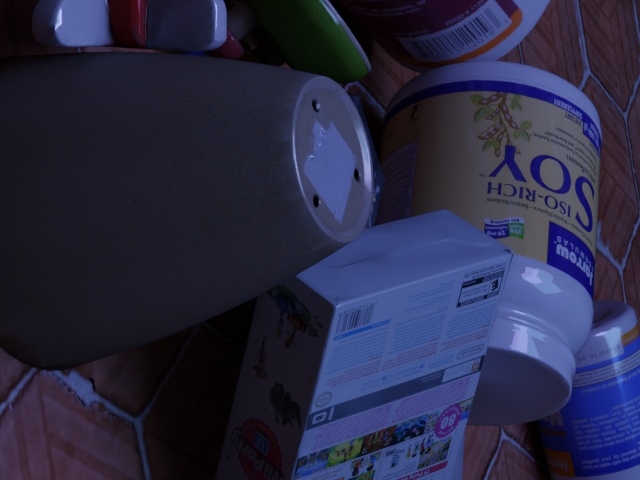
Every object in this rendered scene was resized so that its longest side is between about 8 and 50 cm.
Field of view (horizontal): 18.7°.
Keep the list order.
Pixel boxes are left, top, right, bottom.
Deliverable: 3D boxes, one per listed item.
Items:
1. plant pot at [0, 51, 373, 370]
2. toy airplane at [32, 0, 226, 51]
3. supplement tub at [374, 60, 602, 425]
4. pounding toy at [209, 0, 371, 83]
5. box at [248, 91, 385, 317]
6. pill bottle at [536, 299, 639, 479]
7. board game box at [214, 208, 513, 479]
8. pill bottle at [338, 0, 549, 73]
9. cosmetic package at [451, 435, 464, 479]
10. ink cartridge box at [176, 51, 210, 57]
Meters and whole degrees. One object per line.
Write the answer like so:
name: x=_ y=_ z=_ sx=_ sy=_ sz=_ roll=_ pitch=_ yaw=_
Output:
plant pot: x=-0.107 y=-0.040 z=1.505 sx=0.256 sy=0.274 sz=0.256 roll=27 pitch=59 yaw=-58
toy airplane: x=-0.133 y=-0.330 z=1.501 sx=0.384 sy=0.272 sz=0.386 roll=50 pitch=35 yaw=-36
supplement tub: x=0.171 y=0.004 z=2.046 sx=0.241 sy=0.241 sz=0.331 roll=44 pitch=45 yaw=-49
pounding toy: x=-0.059 y=-0.204 z=1.817 sx=0.183 sy=0.110 sz=0.237 roll=52 pitch=-2 yaw=-28
box: x=0.000 y=0.000 z=1.830 sx=0.183 sy=0.056 sz=0.231 roll=68 pitch=33 yaw=-63
pill bottle: x=0.344 y=0.223 z=2.400 sx=0.152 sy=0.152 sz=0.272 roll=-34 pitch=112 yaw=-60
board game box: x=0.031 y=0.141 z=1.680 sx=0.224 sy=0.097 sz=0.303 roll=-13 pitch=126 yaw=-42
pill bottle: x=0.068 y=-0.352 z=1.982 sx=0.392 sy=0.224 sz=0.224 roll=41 pitch=47 yaw=-51
cosmetic package: x=0.065 y=0.238 z=1.902 sx=0.107 sy=0.127 sz=0.238 roll=44 pitch=47 yaw=-48
ink cartridge box: x=-0.091 y=-0.065 z=1.784 sx=0.207 sy=0.046 sz=0.097 roll=59 pitch=35 yaw=-35
